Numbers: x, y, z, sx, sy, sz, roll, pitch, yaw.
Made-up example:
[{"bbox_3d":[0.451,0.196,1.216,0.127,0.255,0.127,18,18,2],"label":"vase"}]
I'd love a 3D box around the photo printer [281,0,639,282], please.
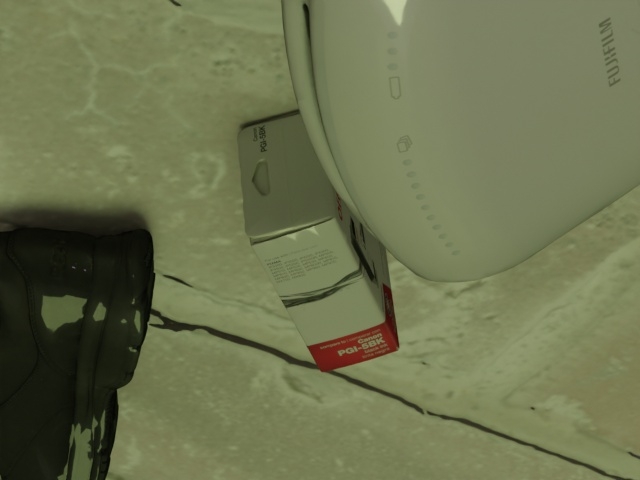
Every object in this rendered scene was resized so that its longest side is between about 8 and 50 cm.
[{"bbox_3d":[0.126,-0.130,1.005,0.307,0.107,0.256,-32,138,-12],"label":"photo printer"}]

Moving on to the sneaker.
[{"bbox_3d":[-0.192,0.095,1.318,0.130,0.109,0.286,10,127,-9],"label":"sneaker"}]

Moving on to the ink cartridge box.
[{"bbox_3d":[0.000,0.000,1.224,0.056,0.099,0.135,-16,138,10],"label":"ink cartridge box"}]
